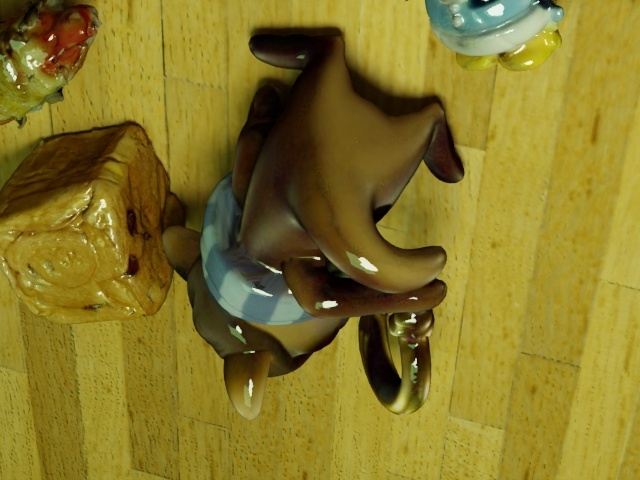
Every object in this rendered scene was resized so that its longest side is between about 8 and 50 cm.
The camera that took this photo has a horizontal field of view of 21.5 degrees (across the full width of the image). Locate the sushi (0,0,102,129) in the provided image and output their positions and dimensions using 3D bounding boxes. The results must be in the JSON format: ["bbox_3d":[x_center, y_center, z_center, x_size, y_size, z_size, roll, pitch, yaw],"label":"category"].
[{"bbox_3d":[-0.278,-0.163,1.577,0.226,0.103,0.097,-19,109,38],"label":"sushi"}]

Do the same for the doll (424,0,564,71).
[{"bbox_3d":[0.086,-0.260,1.292,0.177,0.141,0.314,5,140,42],"label":"doll"}]

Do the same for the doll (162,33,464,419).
[{"bbox_3d":[0.004,-0.002,1.558,0.318,0.209,0.340,52,138,19],"label":"doll"}]

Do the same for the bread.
[{"bbox_3d":[-0.228,-0.013,1.668,0.158,0.143,0.149,-13,125,28],"label":"bread"}]
